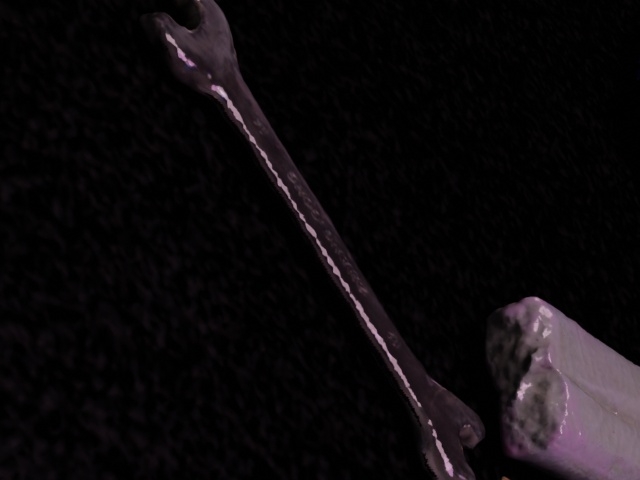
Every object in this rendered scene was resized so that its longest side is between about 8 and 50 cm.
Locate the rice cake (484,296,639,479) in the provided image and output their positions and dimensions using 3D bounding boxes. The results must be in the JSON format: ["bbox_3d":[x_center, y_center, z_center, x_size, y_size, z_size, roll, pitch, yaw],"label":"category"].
[{"bbox_3d":[0.158,0.102,0.887,0.222,0.042,0.080,30,47,-41],"label":"rice cake"}]

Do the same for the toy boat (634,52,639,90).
[{"bbox_3d":[0.306,-0.039,1.187,0.318,0.072,0.219,37,42,-38],"label":"toy boat"}]

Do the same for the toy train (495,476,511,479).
[{"bbox_3d":[0.087,0.171,0.708,0.188,0.072,0.099,41,43,-29],"label":"toy train"}]

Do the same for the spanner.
[{"bbox_3d":[0.000,0.000,0.771,0.254,0.015,0.054,58,30,-5],"label":"spanner"}]
